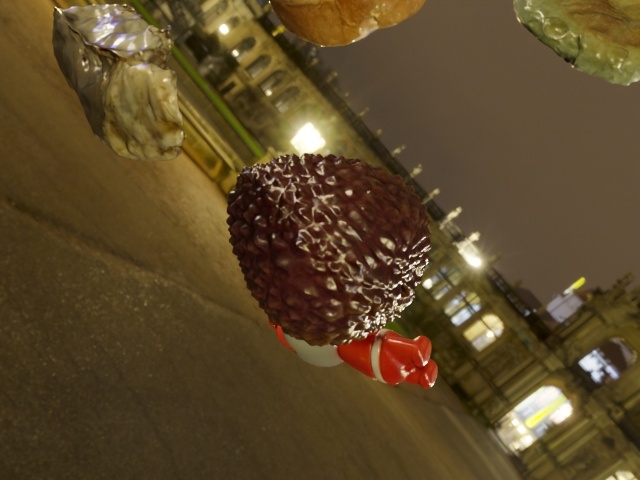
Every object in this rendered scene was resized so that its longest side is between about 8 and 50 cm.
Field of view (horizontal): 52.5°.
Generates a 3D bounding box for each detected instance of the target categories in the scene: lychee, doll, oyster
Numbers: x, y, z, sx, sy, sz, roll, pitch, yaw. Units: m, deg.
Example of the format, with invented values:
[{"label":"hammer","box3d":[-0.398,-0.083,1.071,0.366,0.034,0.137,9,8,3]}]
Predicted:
[{"label":"lychee","box3d":[0.000,0.000,0.812,0.271,0.271,0.271,51,3,-3]},{"label":"doll","box3d":[0.048,0.188,1.201,0.337,0.105,0.199,9,-37,29]},{"label":"oyster","box3d":[-0.220,-0.183,0.707,0.341,0.111,0.166,56,-23,35]}]

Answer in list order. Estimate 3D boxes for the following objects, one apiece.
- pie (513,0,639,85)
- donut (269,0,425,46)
[{"label":"pie","box3d":[0.445,-0.362,1.028,0.306,0.307,0.071,53,-25,24]},{"label":"donut","box3d":[0.039,-0.459,1.105,0.317,0.300,0.150,-72,150,-42]}]
